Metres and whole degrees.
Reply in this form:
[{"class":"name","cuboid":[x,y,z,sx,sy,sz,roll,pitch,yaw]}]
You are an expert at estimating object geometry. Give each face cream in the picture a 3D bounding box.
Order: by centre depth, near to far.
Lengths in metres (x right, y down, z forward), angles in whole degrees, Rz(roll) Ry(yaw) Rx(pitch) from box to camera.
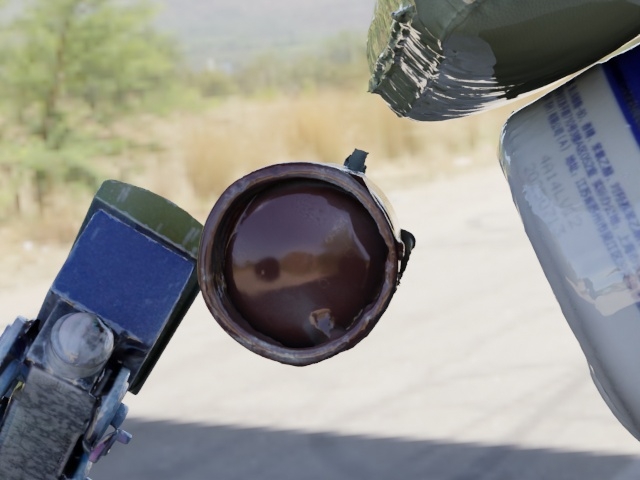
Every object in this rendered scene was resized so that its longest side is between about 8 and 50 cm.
[{"class":"face cream","cuboid":[0.175,0.007,0.906,0.111,0.206,0.206,-25,1,13]}]

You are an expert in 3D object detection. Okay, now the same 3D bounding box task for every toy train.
[{"class":"toy train","cuboid":[-0.198,0.098,1.440,0.131,0.202,0.299,29,-33,-5]}]

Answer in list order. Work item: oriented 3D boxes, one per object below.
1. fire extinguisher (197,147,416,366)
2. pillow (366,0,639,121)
[{"class":"fire extinguisher","cuboid":[0.000,0.000,0.936,0.105,0.105,0.269,-5,2,4]},{"class":"pillow","cuboid":[0.131,-0.156,0.835,0.255,0.120,0.322,-33,-3,-2]}]
